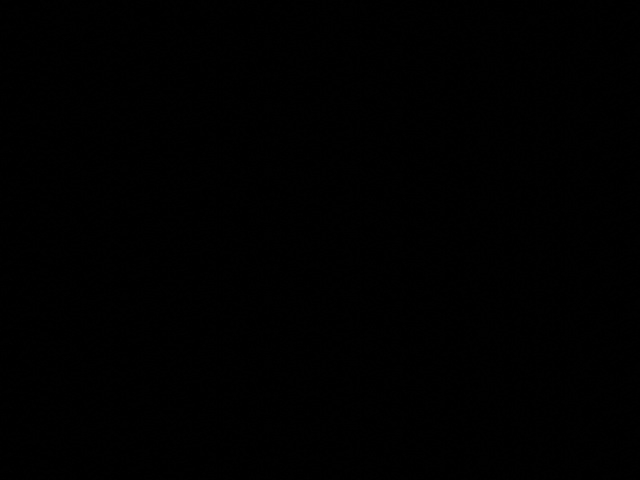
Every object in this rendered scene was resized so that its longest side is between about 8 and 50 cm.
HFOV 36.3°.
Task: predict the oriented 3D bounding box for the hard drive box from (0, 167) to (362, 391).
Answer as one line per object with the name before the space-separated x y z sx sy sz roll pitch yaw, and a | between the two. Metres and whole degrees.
hard drive box | -0.038 -0.033 0.537 0.181 0.232 0.089 15 153 15

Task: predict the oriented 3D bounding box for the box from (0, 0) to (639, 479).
box | -0.005 -0.073 0.217 0.472 0.297 0.480 9 159 14
